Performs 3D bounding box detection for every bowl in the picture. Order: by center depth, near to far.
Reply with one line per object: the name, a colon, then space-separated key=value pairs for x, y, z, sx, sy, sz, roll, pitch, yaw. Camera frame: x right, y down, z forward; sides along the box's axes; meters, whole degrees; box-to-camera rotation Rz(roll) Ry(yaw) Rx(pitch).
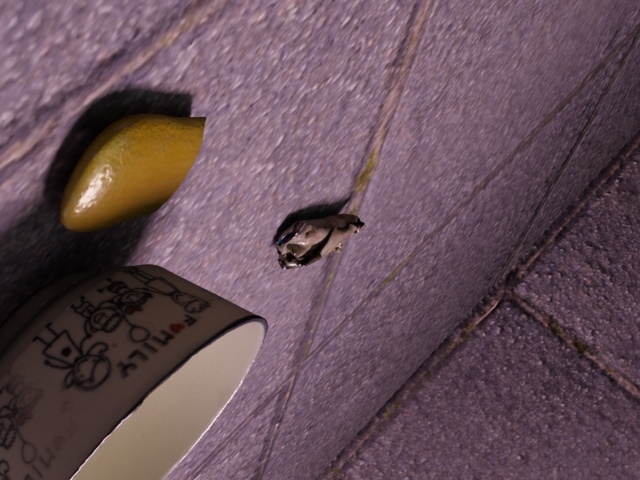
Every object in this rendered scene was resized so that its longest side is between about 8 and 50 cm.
bowl: x=-0.161 y=0.109 z=0.907 sx=0.238 sy=0.126 sz=0.238 roll=-48 pitch=166 yaw=-16

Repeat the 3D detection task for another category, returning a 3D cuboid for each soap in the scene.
soap: x=-0.114 y=-0.049 z=0.840 sx=0.089 sy=0.033 sz=0.168 roll=-54 pitch=168 yaw=23

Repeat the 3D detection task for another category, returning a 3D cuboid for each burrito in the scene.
burrito: x=-0.002 y=-0.001 z=1.328 sx=0.051 sy=0.042 sz=0.171 roll=-56 pitch=169 yaw=18
